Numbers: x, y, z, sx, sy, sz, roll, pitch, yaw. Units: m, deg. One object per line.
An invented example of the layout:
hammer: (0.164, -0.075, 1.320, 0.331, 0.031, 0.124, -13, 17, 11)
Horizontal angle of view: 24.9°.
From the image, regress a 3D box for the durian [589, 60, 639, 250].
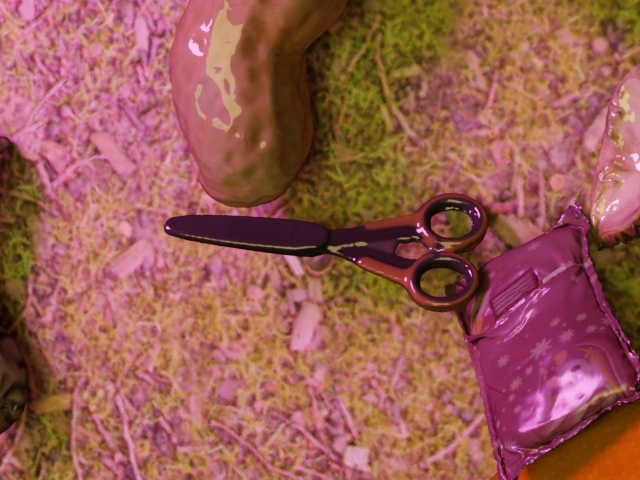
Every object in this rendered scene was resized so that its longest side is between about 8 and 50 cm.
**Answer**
durian: (0.201, -0.050, 0.901, 0.066, 0.052, 0.130, 17, 106, 20)

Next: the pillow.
pillow: (0.138, 0.060, 0.896, 0.118, 0.185, 0.043, -39, 124, 23)

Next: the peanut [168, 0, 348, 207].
peanut: (-0.042, -0.149, 0.962, 0.117, 0.101, 0.263, 24, 107, 39)

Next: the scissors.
scissors: (0.000, 0.000, 0.969, 0.220, 0.017, 0.088, 5, 61, 12)

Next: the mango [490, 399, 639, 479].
mango: (0.241, 0.158, 0.856, 0.359, 0.144, 0.187, -12, 122, 28)

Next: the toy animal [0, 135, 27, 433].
toy animal: (-0.312, 0.041, 1.111, 0.170, 0.090, 0.255, -5, 98, 20)
